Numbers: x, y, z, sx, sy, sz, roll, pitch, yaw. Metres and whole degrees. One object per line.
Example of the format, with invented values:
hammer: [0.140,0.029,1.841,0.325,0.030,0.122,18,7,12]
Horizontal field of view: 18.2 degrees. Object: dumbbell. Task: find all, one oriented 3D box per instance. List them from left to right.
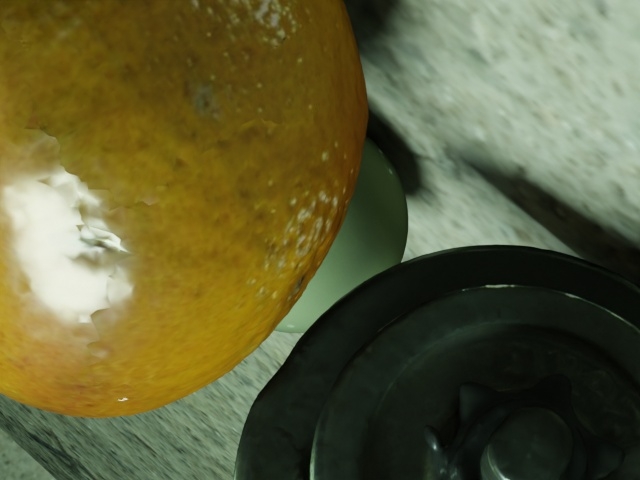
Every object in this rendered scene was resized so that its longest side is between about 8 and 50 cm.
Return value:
dumbbell: [0.064,0.115,0.779,0.192,0.192,0.290,38,164,12]

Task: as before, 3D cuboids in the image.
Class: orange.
orange: [-0.083,-0.051,0.697,0.224,0.170,0.224,38,142,38]

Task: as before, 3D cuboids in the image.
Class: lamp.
lamp: [0.000,0.000,0.851,0.091,0.091,0.163,37,179,17]
